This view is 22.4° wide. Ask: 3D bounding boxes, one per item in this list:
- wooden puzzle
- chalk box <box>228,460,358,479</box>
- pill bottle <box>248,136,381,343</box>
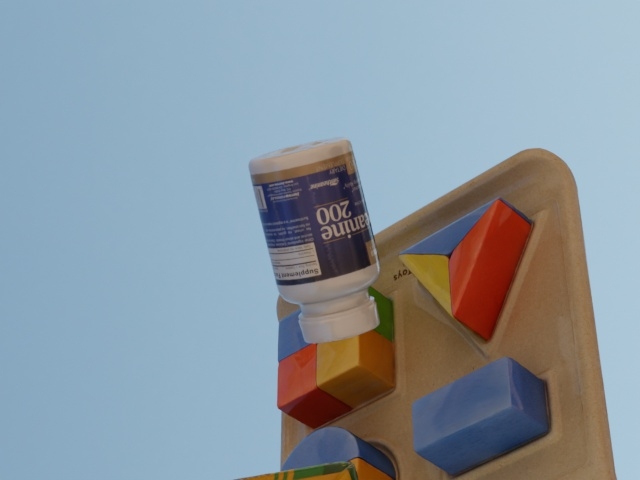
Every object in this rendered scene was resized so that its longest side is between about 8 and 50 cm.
[{"bbox_3d":[0.073,0.120,1.291,0.080,0.322,0.347,32,-139,-38],"label":"wooden puzzle"},{"bbox_3d":[-0.083,0.286,1.065,0.179,0.289,0.180,-6,-114,-25],"label":"chalk box"},{"bbox_3d":[0.000,0.000,1.008,0.067,0.067,0.120,-22,-79,-48],"label":"pill bottle"}]
